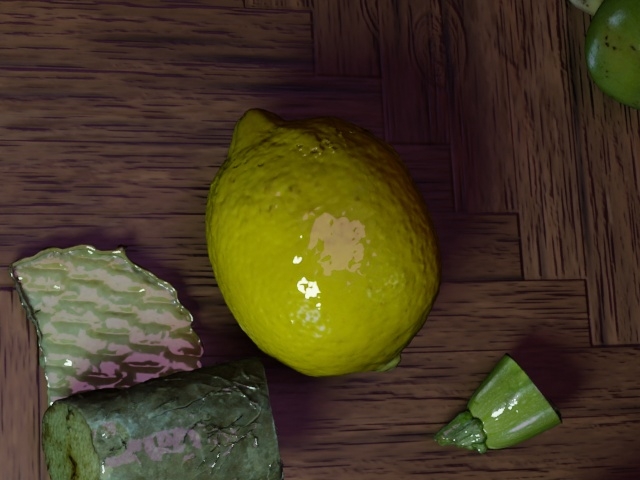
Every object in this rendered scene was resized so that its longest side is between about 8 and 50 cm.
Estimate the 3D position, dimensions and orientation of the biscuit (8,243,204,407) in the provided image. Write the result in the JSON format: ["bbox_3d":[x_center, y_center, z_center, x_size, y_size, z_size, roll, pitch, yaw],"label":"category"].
[{"bbox_3d":[-0.220,0.129,1.448,0.187,0.036,0.273,-13,83,-17],"label":"biscuit"}]

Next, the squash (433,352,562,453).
[{"bbox_3d":[0.198,0.210,1.532,0.132,0.105,0.105,-38,91,-3],"label":"squash"}]

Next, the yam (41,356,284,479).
[{"bbox_3d":[-0.145,0.204,1.361,0.254,0.154,0.154,-6,81,-24],"label":"yam"}]

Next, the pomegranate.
[{"bbox_3d":[0.395,-0.251,1.641,0.179,0.210,0.179,-14,111,-38],"label":"pomegranate"}]

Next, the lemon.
[{"bbox_3d":[0.000,0.000,1.426,0.245,0.245,0.320,-28,89,-19],"label":"lemon"}]
